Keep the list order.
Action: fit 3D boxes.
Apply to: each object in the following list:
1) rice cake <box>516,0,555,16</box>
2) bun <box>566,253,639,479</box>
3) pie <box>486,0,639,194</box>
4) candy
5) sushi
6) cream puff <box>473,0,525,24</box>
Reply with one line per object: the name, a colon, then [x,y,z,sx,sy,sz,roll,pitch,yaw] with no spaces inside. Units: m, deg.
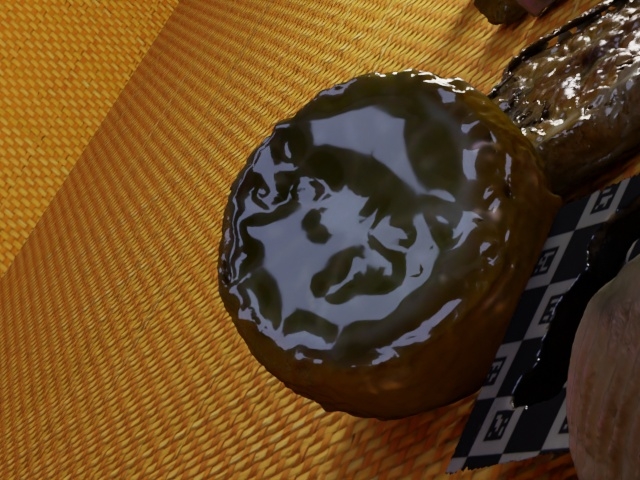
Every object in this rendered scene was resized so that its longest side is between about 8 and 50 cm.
rice cake: [0.269,-0.322,1.519,0.298,0.106,0.050,-35,13,42]
bun: [0.196,0.094,0.710,0.116,0.210,0.237,-10,28,-19]
pie: [0.225,-0.134,1.314,0.274,0.055,0.274,-40,17,15]
candy: [0.048,0.003,1.196,0.260,0.118,0.260,-12,62,24]
sushi: [0.183,0.054,1.012,0.192,0.050,0.215,-27,33,60]
cream puff: [0.189,-0.255,1.676,0.058,0.083,0.083,-13,-17,-29]
